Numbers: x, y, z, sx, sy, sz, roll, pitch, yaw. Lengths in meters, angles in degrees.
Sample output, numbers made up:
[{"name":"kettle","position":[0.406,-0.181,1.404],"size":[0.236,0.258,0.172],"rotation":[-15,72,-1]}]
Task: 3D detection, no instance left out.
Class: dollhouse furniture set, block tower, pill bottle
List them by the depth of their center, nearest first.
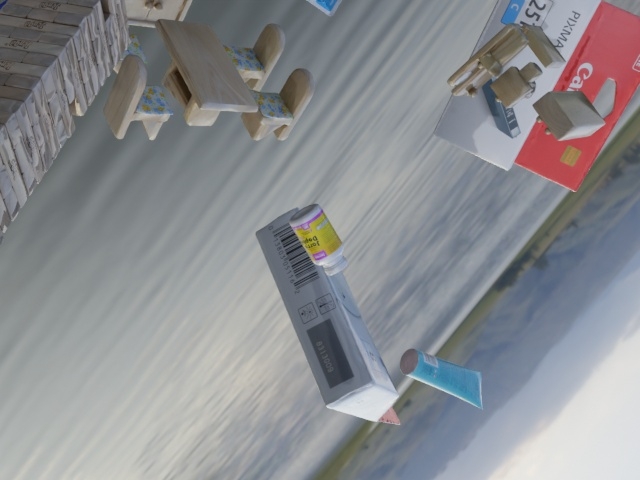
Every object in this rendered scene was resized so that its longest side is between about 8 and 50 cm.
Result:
[{"name":"block tower","position":[-0.283,-0.148,0.796],"size":[0.097,0.090,0.335],"rotation":[92,11,-49]},{"name":"dollhouse furniture set","position":[0.234,-0.160,0.995],"size":[0.123,0.151,0.144],"rotation":[-41,165,33]},{"name":"pill bottle","position":[0.000,0.000,1.008],"size":[0.043,0.083,0.043],"rotation":[-29,-164,9]},{"name":"dollhouse furniture set","position":[-0.227,-0.402,1.504],"size":[0.362,0.394,0.256],"rotation":[-5,144,-40]}]

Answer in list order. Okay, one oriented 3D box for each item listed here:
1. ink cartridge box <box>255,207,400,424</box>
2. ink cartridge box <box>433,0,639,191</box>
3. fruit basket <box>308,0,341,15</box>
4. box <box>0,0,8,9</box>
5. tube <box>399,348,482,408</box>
[{"name":"ink cartridge box","position":[0.051,0.145,1.404],"size":[0.091,0.308,0.385],"rotation":[-30,156,12]},{"name":"ink cartridge box","position":[0.358,-0.246,1.308],"size":[0.066,0.261,0.296],"rotation":[-59,174,-67]},{"name":"fruit basket","position":[-0.044,-0.700,1.762],"size":[0.327,0.353,0.165],"rotation":[-60,-174,-17]},{"name":"box","position":[-0.573,-0.429,1.296],"size":[0.136,0.225,0.036],"rotation":[-44,165,-27]},{"name":"tube","position":[0.247,0.265,1.626],"size":[0.052,0.207,0.080],"rotation":[-26,-132,47]}]
